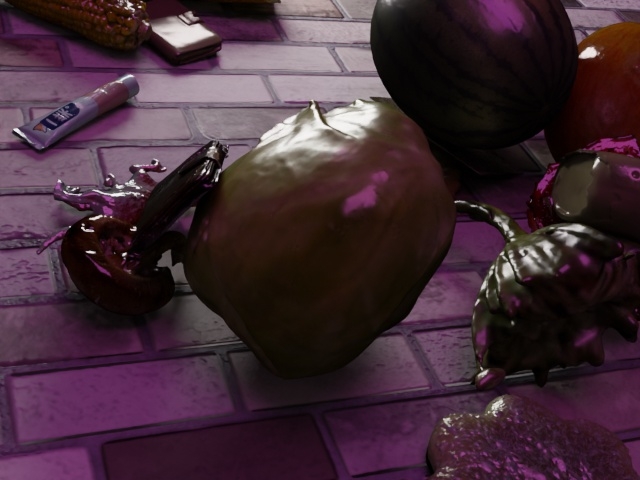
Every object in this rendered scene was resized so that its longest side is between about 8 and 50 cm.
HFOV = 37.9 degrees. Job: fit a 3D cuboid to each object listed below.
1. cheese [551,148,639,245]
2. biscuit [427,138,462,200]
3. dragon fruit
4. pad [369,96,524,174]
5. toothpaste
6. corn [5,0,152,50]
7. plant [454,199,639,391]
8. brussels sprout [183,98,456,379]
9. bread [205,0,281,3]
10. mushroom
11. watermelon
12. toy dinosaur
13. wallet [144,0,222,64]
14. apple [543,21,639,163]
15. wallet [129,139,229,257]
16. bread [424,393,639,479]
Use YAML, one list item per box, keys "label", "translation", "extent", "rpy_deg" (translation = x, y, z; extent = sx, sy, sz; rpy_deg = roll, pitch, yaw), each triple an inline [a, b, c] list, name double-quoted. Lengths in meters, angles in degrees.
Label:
- label: "cheese"
  translation: [0.386, -0.035, 1.116]
  extent: [0.202, 0.091, 0.175]
  rpy_deg: [23, -1, -15]
- label: "biscuit"
  translation: [0.127, -0.120, 1.400]
  extent: [0.187, 0.036, 0.274]
  rpy_deg: [14, 36, -10]
- label: "dragon fruit"
  translation: [0.374, 0.003, 1.248]
  extent: [0.189, 0.163, 0.262]
  rpy_deg: [36, 44, -47]
- label: "pad"
  translation: [0.198, -0.167, 1.470]
  extent: [0.235, 0.003, 0.158]
  rpy_deg: [39, 25, 27]
- label: "toothpaste"
  translation: [-0.338, -0.183, 1.320]
  extent: [0.056, 0.036, 0.205]
  rpy_deg: [30, 44, 20]
- label: "corn"
  translation: [-0.411, -0.388, 1.504]
  extent: [0.319, 0.097, 0.097]
  rpy_deg: [23, 38, 11]
- label: "plant"
  translation: [0.228, 0.004, 1.113]
  extent: [0.251, 0.180, 0.333]
  rpy_deg: [-33, 54, 11]
- label: "brussels sprout"
  translation: [0.000, 0.000, 1.015]
  extent: [0.328, 0.247, 0.328]
  rpy_deg: [-24, 21, 10]
- label: "bread"
  translation: [-0.235, -0.560, 1.666]
  extent: [0.361, 0.245, 0.233]
  rpy_deg: [3, 38, -10]
- label: "mushroom"
  translation: [-0.218, 0.027, 1.064]
  extent: [0.170, 0.080, 0.135]
  rpy_deg: [-10, 58, -47]
- label: "watermelon"
  translation: [0.219, -0.297, 1.399]
  extent: [0.278, 0.279, 0.359]
  rpy_deg: [-12, 53, -31]
- label: "toy dinosaur"
  translation: [-0.253, -0.036, 1.145]
  extent: [0.167, 0.053, 0.242]
  rpy_deg: [20, 30, 1]
- label: "wallet"
  translation: [-0.245, -0.350, 1.556]
  extent: [0.118, 0.039, 0.152]
  rpy_deg: [-27, 57, -36]
- label: "apple"
  translation: [0.499, -0.199, 1.440]
  extent: [0.301, 0.302, 0.301]
  rpy_deg: [10, 38, -8]
- label: "wallet"
  translation: [-0.157, -0.057, 1.040]
  extent: [0.031, 0.122, 0.232]
  rpy_deg: [46, 7, -13]
- label: "bread"
  translation: [0.224, 0.244, 0.969]
  extent: [0.286, 0.056, 0.207]
  rpy_deg: [3, 41, -18]
